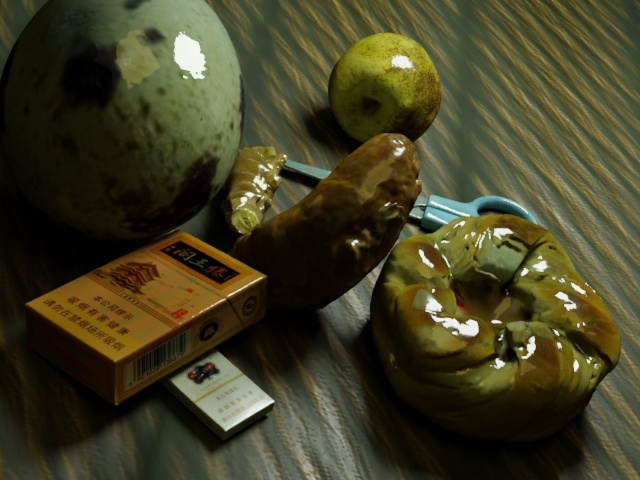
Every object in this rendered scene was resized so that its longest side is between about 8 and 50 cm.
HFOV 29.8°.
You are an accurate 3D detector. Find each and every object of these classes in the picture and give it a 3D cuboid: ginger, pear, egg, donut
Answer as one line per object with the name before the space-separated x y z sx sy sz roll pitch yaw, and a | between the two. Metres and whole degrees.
ginger | -0.106 -0.083 1.854 0.115 0.081 0.205 -3 41 -15
pear | 0.115 -0.260 2.067 0.197 0.197 0.197 10 39 -9
egg | -0.277 -0.202 1.708 0.345 0.345 0.428 10 60 -9
ginger | 0.021 -0.006 1.673 0.165 0.321 0.172 42 14 -54
donut | 0.242 0.113 1.684 0.360 0.170 0.360 11 40 -10

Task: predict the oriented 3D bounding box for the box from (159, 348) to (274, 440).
box | -0.149 0.184 1.564 0.167 0.024 0.090 38 43 26

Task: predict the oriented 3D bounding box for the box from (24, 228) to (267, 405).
box | -0.225 0.092 1.581 0.174 0.076 0.274 28 39 31

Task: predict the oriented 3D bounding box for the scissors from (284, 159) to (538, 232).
scissors | 0.142 -0.060 1.959 0.447 0.029 0.192 19 38 1
